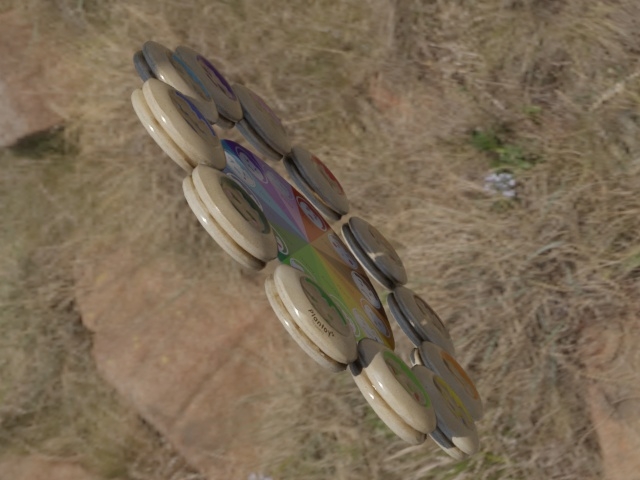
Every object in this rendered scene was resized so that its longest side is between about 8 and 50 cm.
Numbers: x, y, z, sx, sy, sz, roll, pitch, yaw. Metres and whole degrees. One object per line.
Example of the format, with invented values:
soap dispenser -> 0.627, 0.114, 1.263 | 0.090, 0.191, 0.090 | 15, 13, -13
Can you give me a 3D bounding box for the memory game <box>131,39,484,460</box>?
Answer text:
memory game -> 0.000, 0.000, 0.410 | 0.012, 0.186, 0.186 | -40, 70, 12
